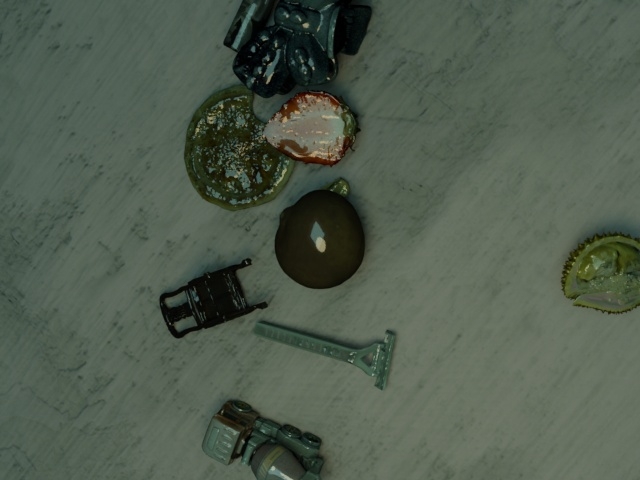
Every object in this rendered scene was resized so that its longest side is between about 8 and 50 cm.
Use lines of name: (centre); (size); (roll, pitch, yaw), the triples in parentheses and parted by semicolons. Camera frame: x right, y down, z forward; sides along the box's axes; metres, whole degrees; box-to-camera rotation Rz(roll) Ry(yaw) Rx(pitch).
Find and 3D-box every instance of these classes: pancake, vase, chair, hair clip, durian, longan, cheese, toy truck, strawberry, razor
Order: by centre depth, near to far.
durian: (0.513, 0.058, 1.318); (0.208, 0.102, 0.146); (20, 101, -10)
hair clip: (-0.028, -0.406, 1.386); (0.206, 0.194, 0.310); (21, 111, 16)
longan: (0.000, 0.000, 1.413); (0.189, 0.189, 0.189); (1, 93, 15)
strawberry: (-0.017, -0.208, 1.439); (0.187, 0.082, 0.146); (-6, 94, 2)
vase: (-0.119, -0.463, 1.472); (0.060, 0.060, 0.211); (31, 101, 12)
cheese: (0.019, -0.087, 1.473); (0.083, 0.030, 0.044); (-30, 106, 10)
toy truck: (-0.108, 0.417, 1.477); (0.256, 0.140, 0.108); (24, 100, 13)
razor: (0.001, 0.205, 1.479); (0.278, 0.056, 0.111); (12, 98, 14)
pancake: (-0.164, -0.181, 1.512); (0.253, 0.037, 0.254); (0, 91, 14)
chair: (-0.223, 0.121, 1.530); (0.229, 0.113, 0.106); (-22, 86, 53)
